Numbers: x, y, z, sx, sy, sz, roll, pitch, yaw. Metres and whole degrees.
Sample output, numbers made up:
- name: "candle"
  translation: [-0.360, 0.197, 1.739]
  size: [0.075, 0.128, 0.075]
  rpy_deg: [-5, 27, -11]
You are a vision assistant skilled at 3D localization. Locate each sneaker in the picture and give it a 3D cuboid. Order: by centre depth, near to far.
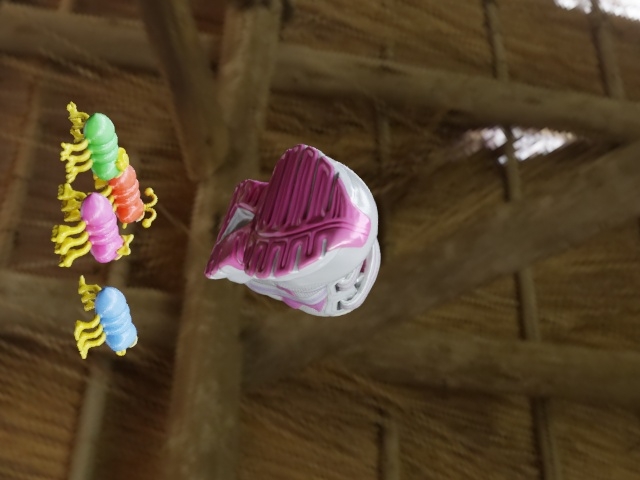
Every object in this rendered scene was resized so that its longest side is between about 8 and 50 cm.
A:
- name: "sneaker"
  translation: [0.000, 0.000, 0.973]
  size: [0.103, 0.111, 0.252]
  rpy_deg: [-70, -164, -7]

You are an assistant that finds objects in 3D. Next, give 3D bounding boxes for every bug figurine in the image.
- name: "bug figurine"
  translation: [-0.234, -0.018, 1.449]
  size: [0.072, 0.216, 0.279]
  rpy_deg: [-6, -131, 2]
